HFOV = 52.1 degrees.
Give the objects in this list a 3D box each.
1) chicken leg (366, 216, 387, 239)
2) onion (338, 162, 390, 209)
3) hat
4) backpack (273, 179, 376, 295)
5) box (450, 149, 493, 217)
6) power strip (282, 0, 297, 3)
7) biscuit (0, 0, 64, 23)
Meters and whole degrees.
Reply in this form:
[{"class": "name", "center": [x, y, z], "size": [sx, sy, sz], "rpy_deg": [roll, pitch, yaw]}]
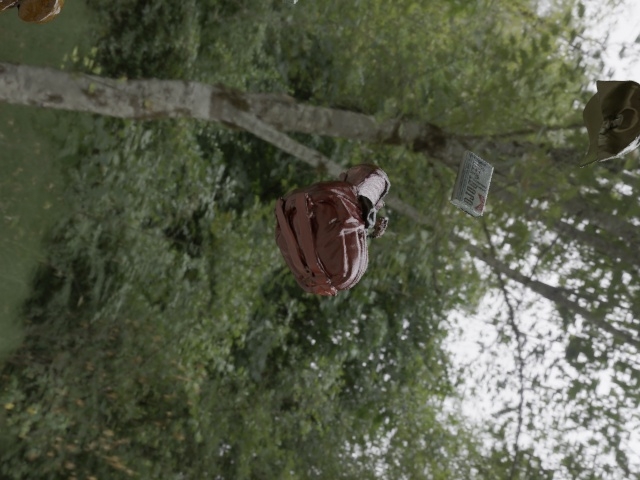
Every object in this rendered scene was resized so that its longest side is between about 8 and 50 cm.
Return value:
[{"class": "chicken leg", "center": [0.137, -0.025, 1.579], "size": [0.083, 0.036, 0.021], "rpy_deg": [-59, -171, 39]}, {"class": "onion", "center": [0.099, -0.132, 1.732], "size": [0.206, 0.151, 0.098], "rpy_deg": [-46, -128, 33]}, {"class": "hat", "center": [0.605, -0.227, 1.344], "size": [0.173, 0.144, 0.166], "rpy_deg": [16, 77, -62]}, {"class": "backpack", "center": [0.002, 0.000, 1.234], "size": [0.139, 0.229, 0.229], "rpy_deg": [-16, 142, -45]}, {"class": "box", "center": [0.458, -0.171, 1.980], "size": [0.036, 0.115, 0.177], "rpy_deg": [-17, -132, 55]}, {"class": "power strip", "center": [-0.061, -0.513, 1.384], "size": [0.083, 0.027, 0.017], "rpy_deg": [-75, 172, -64]}, {"class": "biscuit", "center": [-0.543, -0.526, 1.074], "size": [0.395, 0.350, 0.070], "rpy_deg": [-24, -156, 4]}]
